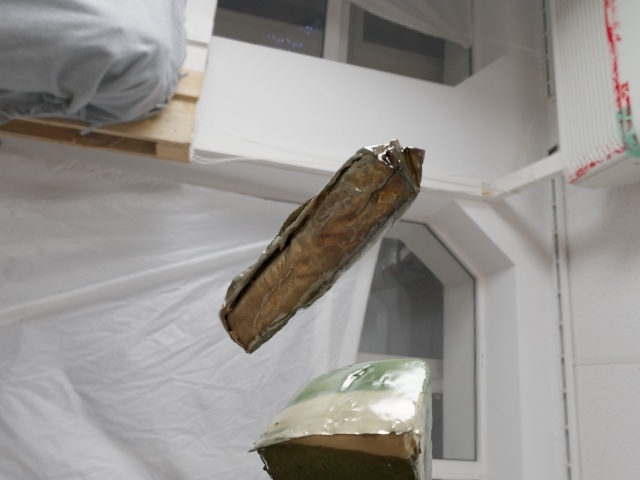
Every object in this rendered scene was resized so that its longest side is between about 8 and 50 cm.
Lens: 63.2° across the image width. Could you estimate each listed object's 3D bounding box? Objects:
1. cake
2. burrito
[{"bbox_3d":[0.091,0.268,0.546,0.172,0.283,0.158,-34,179,25],"label":"cake"},{"bbox_3d":[0.000,0.000,0.362,0.188,0.058,0.045,-45,177,5],"label":"burrito"}]
